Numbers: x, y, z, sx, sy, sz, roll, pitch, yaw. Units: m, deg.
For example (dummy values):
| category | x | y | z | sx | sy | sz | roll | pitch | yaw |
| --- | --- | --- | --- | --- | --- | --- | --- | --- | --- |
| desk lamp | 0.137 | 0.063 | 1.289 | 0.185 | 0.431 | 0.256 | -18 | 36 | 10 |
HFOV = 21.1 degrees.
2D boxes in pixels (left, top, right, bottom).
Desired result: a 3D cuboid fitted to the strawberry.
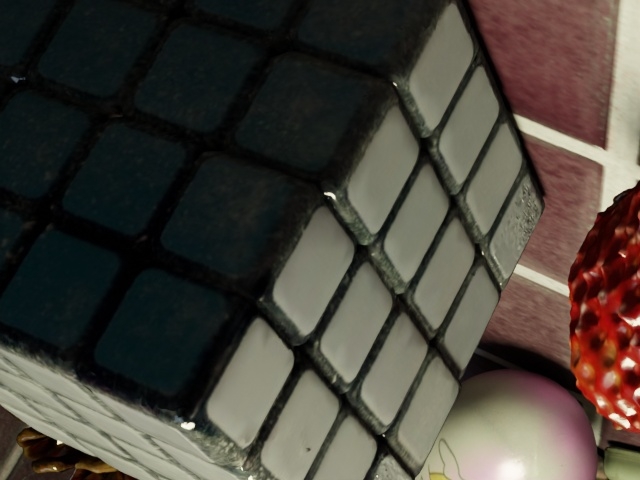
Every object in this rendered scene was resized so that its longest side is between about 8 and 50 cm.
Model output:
| category | x | y | z | sx | sy | sz | roll | pitch | yaw |
| --- | --- | --- | --- | --- | --- | --- | --- | --- | --- |
| strawberry | 0.258 | 0.015 | 1.070 | 0.205 | 0.205 | 0.244 | 23 | 141 | 21 |

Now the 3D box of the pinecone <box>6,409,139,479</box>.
| category | x | y | z | sx | sy | sz | roll | pitch | yaw |
| --- | --- | --- | --- | --- | --- | --- | --- | --- | --- |
| pinecone | -0.244 | 0.212 | 2.162 | 0.384 | 0.384 | 0.384 | 26 | 164 | 8 |

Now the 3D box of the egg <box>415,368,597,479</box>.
| category | x | y | z | sx | sy | sz | roll | pitch | yaw |
| --- | --- | --- | --- | --- | --- | --- | --- | --- | --- |
| egg | 0.191 | 0.234 | 1.775 | 0.196 | 0.196 | 0.271 | 28 | 167 | 1 |

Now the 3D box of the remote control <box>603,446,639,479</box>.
| category | x | y | z | sx | sy | sz | roll | pitch | yaw |
| --- | --- | --- | --- | --- | --- | --- | --- | --- | --- |
| remote control | 0.416 | 0.264 | 1.771 | 0.090 | 0.038 | 0.309 | 40 | 161 | -30 |

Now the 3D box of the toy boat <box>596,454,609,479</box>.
| category | x | y | z | sx | sy | sz | roll | pitch | yaw |
| --- | --- | --- | --- | --- | --- | --- | --- | --- | --- |
| toy boat | 0.286 | 0.266 | 1.970 | 0.227 | 0.085 | 0.155 | 39 | 156 | 4 |

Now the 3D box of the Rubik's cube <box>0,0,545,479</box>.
| category | x | y | z | sx | sy | sz | roll | pitch | yaw |
| --- | --- | --- | --- | --- | --- | --- | --- | --- | --- |
| Rubik's cube | -0.079 | -0.010 | 1.218 | 0.344 | 0.337 | 0.344 | 18 | 162 | 29 |
